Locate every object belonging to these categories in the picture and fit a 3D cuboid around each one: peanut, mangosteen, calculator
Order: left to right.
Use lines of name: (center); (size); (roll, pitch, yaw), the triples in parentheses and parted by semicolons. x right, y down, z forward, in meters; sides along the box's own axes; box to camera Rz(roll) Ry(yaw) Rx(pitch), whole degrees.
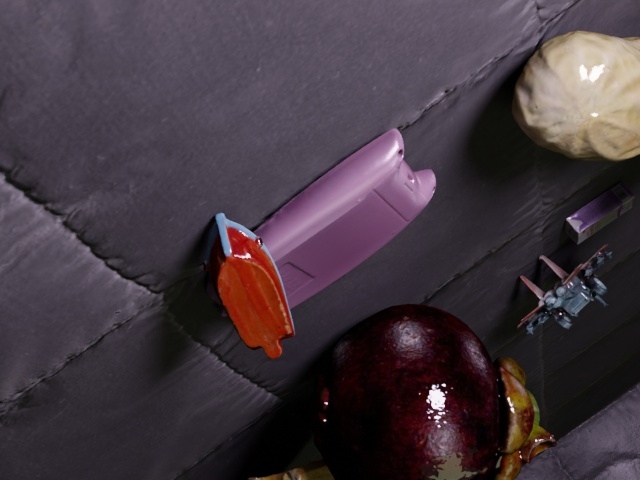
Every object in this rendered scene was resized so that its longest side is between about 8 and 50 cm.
calculator: (0.001, 0.001, 1.077); (0.294, 0.043, 0.194); (-38, 155, 8)
mangosteen: (0.160, 0.247, 1.348); (0.347, 0.306, 0.307); (6, 142, -8)
peanut: (0.346, -0.166, 1.109); (0.313, 0.152, 0.152); (-8, 143, -48)

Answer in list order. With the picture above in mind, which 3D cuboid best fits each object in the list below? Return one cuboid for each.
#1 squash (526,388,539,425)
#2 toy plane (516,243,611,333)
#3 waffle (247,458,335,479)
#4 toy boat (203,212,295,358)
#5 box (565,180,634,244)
squash: (0.377, 0.377, 2.042); (0.170, 0.170, 0.123); (-43, 141, 13)
toy plane: (0.467, 0.088, 1.721); (0.223, 0.104, 0.326); (-49, 152, 23)
waffle: (-0.051, 0.412, 1.553); (0.348, 0.077, 0.304); (-31, 163, 36)
toy boat: (-0.075, 0.046, 0.988); (0.069, 0.058, 0.173); (-20, 127, 4)
box: (0.463, -0.045, 1.571); (0.117, 0.036, 0.050); (-35, 153, -3)
